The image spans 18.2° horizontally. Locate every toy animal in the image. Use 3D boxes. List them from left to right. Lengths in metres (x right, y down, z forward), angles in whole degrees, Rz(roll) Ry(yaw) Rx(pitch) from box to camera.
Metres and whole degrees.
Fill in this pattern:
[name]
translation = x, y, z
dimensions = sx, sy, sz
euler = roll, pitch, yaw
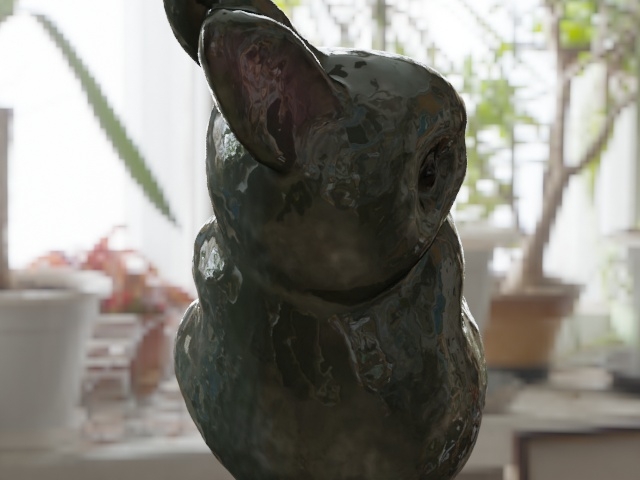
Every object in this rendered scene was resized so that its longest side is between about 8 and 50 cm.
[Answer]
[toy animal]
translation = 0.009, 0.000, 0.660
dimensions = 0.108, 0.138, 0.236
euler = -16, -32, -16
